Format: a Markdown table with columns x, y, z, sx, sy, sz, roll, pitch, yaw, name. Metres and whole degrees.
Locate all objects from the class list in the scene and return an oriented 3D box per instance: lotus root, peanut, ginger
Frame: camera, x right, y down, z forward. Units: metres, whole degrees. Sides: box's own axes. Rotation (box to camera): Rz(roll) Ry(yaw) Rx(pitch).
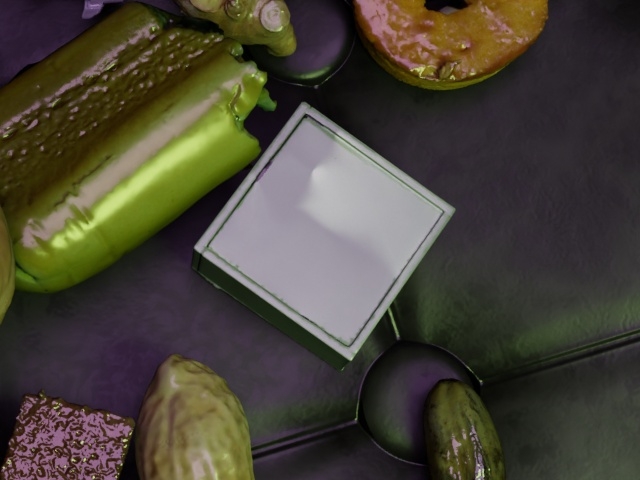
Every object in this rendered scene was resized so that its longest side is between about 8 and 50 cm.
| x | y | z | sx | sy | sz | roll | pitch | yaw | name |
| --- | --- | --- | --- | --- | --- | --- | --- | --- | --- |
| 0.171 | 0.250 | 1.723 | 0.089 | 0.080 | 0.179 | -13 | 73 | 13 | lotus root |
| -0.132 | 0.286 | 1.644 | 0.140 | 0.153 | 0.325 | -15 | 75 | 23 | peanut |
| -0.122 | -0.305 | 1.783 | 0.216 | 0.157 | 0.102 | 34 | 94 | 9 | ginger |

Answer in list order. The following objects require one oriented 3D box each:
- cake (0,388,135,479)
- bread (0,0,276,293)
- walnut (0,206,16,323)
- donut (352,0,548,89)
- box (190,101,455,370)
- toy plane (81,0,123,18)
| x | y | z | sx | sy | sz | roll | pitch | yaw | name |
| --- | --- | --- | --- | --- | --- | --- | --- | --- | --- |
| -0.285 | 0.250 | 1.634 | 0.135 | 0.147 | 0.134 | 16 | 77 | -3 | cake |
| -0.255 | -0.099 | 1.683 | 0.376 | 0.208 | 0.251 | -36 | 60 | -16 | bread |
| -0.490 | 0.037 | 1.454 | 0.384 | 0.383 | 0.383 | 2 | 76 | -7 | walnut |
| 0.159 | -0.303 | 1.837 | 0.254 | 0.118 | 0.253 | 1 | 77 | -4 | donut |
| 0.000 | 0.000 | 1.744 | 0.225 | 0.117 | 0.225 | 36 | 76 | 2 | box |
| -0.296 | -0.349 | 1.812 | 0.174 | 0.080 | 0.174 | 2 | 58 | -3 | toy plane |
